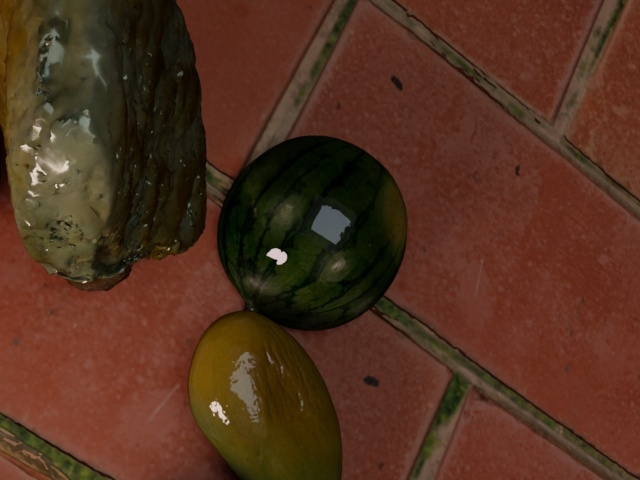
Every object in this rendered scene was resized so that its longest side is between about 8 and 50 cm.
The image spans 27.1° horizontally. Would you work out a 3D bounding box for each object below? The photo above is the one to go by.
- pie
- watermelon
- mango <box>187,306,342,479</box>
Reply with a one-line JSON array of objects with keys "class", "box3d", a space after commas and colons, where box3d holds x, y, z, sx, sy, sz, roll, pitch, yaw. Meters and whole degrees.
[{"class": "pie", "box3d": [-0.196, -0.154, 1.135, 0.180, 0.418, 0.395, -7, 81, -4]}, {"class": "watermelon", "box3d": [0.003, -0.007, 1.392, 0.232, 0.127, 0.204, -43, 105, -26]}, {"class": "mango", "box3d": [-0.046, 0.182, 1.338, 0.137, 0.091, 0.237, -38, 105, -26]}]
